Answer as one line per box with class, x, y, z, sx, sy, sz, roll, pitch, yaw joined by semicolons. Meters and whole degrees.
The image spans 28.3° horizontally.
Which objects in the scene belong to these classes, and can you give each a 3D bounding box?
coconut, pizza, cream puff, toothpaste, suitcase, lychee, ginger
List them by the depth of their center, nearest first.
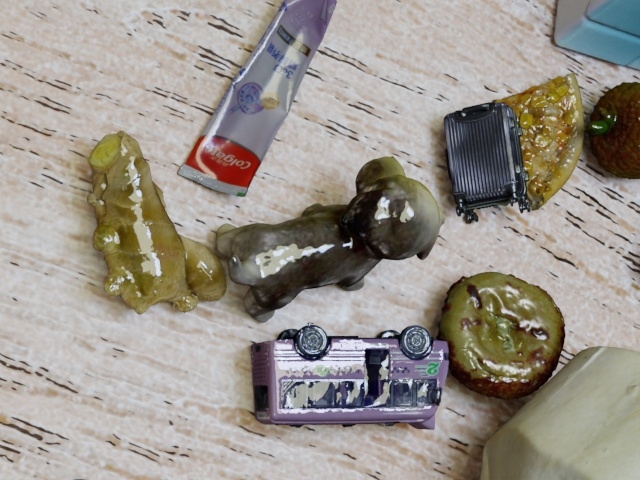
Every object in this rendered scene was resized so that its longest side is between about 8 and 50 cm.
ginger;-0.187;-0.003;1.291;0.115;0.081;0.205;-36;97;-10
coconut;0.324;0.260;1.300;0.323;0.323;0.323;4;77;-18
cream puff;0.192;0.105;1.391;0.149;0.084;0.149;6;65;-12
toothpaste;-0.053;-0.184;1.395;0.075;0.048;0.301;31;72;-15
suitcase;0.186;-0.090;1.433;0.086;0.059;0.126;-10;76;19
pizza;0.251;-0.133;1.489;0.131;0.041;0.178;32;70;-8
lychee;0.370;-0.128;1.492;0.146;0.114;0.114;14;73;-34

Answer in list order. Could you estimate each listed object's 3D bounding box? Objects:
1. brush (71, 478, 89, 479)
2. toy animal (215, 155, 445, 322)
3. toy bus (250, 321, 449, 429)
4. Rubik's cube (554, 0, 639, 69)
brush;-0.208;0.362;1.230;0.062;0.027;0.266;-13;83;-20
toy animal;0.006;-0.001;1.313;0.233;0.168;0.121;-19;87;-12
toy bus;0.031;0.143;1.324;0.199;0.096;0.108;2;82;-16
Rubik's cube;0.493;-0.377;1.475;0.316;0.322;0.319;15;73;-17
